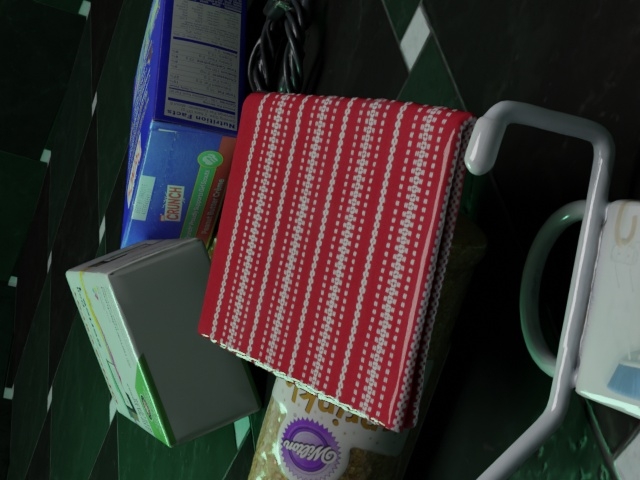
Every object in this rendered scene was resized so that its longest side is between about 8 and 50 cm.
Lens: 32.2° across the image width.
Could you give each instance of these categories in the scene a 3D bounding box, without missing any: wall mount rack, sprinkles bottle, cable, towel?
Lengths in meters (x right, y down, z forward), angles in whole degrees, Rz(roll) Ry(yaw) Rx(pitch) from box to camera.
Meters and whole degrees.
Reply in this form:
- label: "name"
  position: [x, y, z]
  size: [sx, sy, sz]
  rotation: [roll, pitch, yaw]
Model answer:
- label: "wall mount rack"
  position: [0.138, 0.083, 0.551]
  size: [0.350, 0.130, 0.304]
  rotation: [-164, 85, -70]
- label: "sprinkles bottle"
  position: [0.016, 0.139, 0.850]
  size: [0.121, 0.121, 0.355]
  rotation: [-126, 50, -62]
- label: "cable"
  position: [-0.044, -0.202, 1.280]
  size: [0.184, 0.047, 0.151]
  rotation: [138, 130, -64]
- label: "towel"
  position: [0.000, 0.000, 0.757]
  size: [0.275, 0.031, 0.199]
  rotation: [16, 96, 57]

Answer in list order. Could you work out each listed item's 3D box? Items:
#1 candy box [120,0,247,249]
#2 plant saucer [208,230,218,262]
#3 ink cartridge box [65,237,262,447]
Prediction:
- label: "candy box"
  position: [-0.179, -0.175, 1.453]
  size: [0.268, 0.122, 0.317]
  rotation: [117, 158, -51]
- label: "plant saucer"
  position: [-0.130, 0.029, 1.424]
  size: [0.083, 0.013, 0.083]
  rotation: [-170, 90, -70]
- label: "ink cartridge box"
  position: [-0.191, 0.109, 1.294]
  size: [0.278, 0.117, 0.201]
  rotation: [-2, 109, 68]
